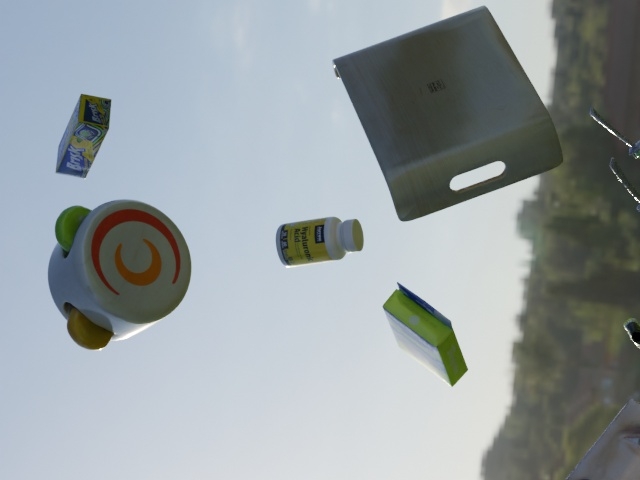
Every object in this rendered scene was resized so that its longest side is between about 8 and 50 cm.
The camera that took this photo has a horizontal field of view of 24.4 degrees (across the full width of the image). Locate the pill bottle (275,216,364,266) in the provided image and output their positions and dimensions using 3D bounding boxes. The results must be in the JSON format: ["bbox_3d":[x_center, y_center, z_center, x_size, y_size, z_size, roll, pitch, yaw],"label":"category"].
[{"bbox_3d":[0.000,0.000,2.114,0.065,0.116,0.065,-9,-90,-69],"label":"pill bottle"}]

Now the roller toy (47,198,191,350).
[{"bbox_3d":[-0.301,0.049,2.207,0.146,0.191,0.209,-31,73,53],"label":"roller toy"}]

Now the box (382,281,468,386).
[{"bbox_3d":[0.152,0.139,2.151,0.042,0.109,0.178,-48,-28,-12],"label":"box"}]

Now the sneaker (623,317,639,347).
[{"bbox_3d":[0.542,0.168,2.513,0.083,0.031,0.035,43,-157,-27],"label":"sneaker"}]

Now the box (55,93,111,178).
[{"bbox_3d":[-0.393,-0.170,2.453,0.169,0.054,0.059,127,149,-54],"label":"box"}]

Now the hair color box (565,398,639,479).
[{"bbox_3d":[0.299,0.337,1.484,0.339,0.185,0.110,-45,-40,-27],"label":"hair color box"}]

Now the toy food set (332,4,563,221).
[{"bbox_3d":[0.158,-0.167,1.918,0.092,0.219,0.306,72,177,-47],"label":"toy food set"}]

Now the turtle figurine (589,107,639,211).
[{"bbox_3d":[0.512,-0.069,2.295,0.198,0.274,0.266,-133,36,-56],"label":"turtle figurine"}]
